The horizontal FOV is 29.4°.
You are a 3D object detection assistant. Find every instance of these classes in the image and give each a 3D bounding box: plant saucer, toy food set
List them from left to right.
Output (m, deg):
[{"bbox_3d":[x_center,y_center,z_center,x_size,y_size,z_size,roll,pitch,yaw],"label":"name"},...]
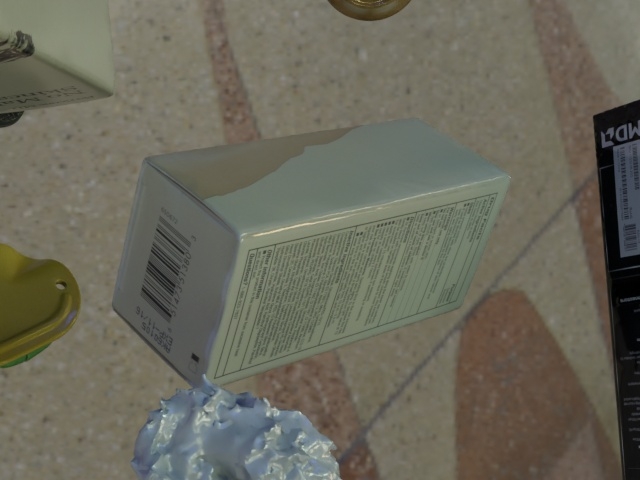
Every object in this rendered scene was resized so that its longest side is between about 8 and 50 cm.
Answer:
[{"bbox_3d":[-0.344,0.086,1.211,0.218,0.071,0.128,-25,67,-42],"label":"toy food set"},{"bbox_3d":[0.038,-0.210,0.942,0.015,0.083,0.083,-90,166,-70],"label":"plant saucer"}]

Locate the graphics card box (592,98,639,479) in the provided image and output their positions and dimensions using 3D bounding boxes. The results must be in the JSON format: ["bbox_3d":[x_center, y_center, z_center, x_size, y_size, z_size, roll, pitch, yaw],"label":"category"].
[{"bbox_3d":[0.363,0.066,1.066,0.232,0.094,0.371,3,79,-30],"label":"graphics card box"}]

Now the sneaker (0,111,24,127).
[{"bbox_3d":[-0.439,-0.163,1.298,0.227,0.130,0.087,-12,116,-53],"label":"sneaker"}]

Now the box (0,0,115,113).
[{"bbox_3d":[-0.183,-0.121,0.568,0.275,0.113,0.094,6,77,-84],"label":"box"}]

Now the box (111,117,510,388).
[{"bbox_3d":[0.000,0.000,0.994,0.311,0.121,0.148,-12,129,-44],"label":"box"}]

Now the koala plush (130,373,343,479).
[{"bbox_3d":[0.027,0.154,0.410,0.203,0.221,0.196,-46,149,-37],"label":"koala plush"}]
